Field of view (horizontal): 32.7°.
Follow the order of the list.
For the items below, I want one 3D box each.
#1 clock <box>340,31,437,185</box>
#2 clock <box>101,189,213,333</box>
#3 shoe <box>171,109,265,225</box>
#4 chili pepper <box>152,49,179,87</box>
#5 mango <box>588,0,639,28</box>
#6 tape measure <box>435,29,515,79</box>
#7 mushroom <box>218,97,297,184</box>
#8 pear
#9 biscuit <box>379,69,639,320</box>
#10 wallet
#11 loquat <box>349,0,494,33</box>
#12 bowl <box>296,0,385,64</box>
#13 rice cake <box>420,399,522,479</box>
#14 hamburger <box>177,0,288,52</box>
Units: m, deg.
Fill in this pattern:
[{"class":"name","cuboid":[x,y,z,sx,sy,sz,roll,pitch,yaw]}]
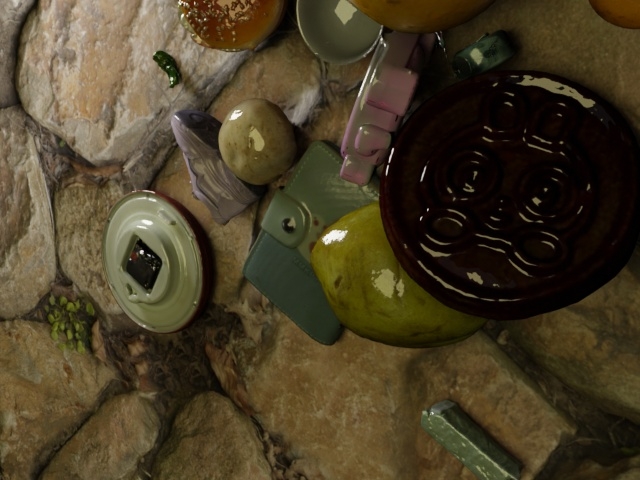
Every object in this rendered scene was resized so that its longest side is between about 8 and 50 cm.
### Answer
[{"class":"clock","cuboid":[0.107,-0.229,1.820,0.090,0.227,0.247,22,130,2]},{"class":"clock","cuboid":[-0.361,0.048,2.336,0.319,0.080,0.318,10,107,35]},{"class":"shoe","cuboid":[-0.224,-0.146,2.173,0.245,0.095,0.137,49,123,10]},{"class":"chili pepper","cuboid":[-0.314,-0.355,2.235,0.091,0.034,0.030,58,161,10]},{"class":"mango","cuboid":[0.490,-0.382,1.564,0.219,0.112,0.144,-6,98,26]},{"class":"tape measure","cuboid":[0.238,-0.349,1.766,0.107,0.104,0.179,-27,80,24]},{"class":"mushroom","cuboid":[-0.114,-0.185,2.056,0.166,0.127,0.166,17,112,47]},{"class":"pear","cuboid":[0.143,0.058,1.832,0.321,0.269,0.269,20,115,8]},{"class":"biscuit","cuboid":[0.288,-0.080,1.659,0.408,0.091,0.407,-4,70,12]},{"class":"wallet","cuboid":[0.000,0.000,2.050,0.252,0.083,0.360,38,120,18]},{"class":"loquat","cuboid":[0.145,-0.477,1.645,0.328,0.360,0.328,-3,85,46]},{"class":"bowl","cuboid":[0.056,-0.404,1.900,0.189,0.086,0.189,11,109,34]},{"class":"rice cake","cuboid":[0.271,0.366,1.941,0.206,0.069,0.063,40,120,20]},{"class":"hamburger","cuboid":[-0.160,-0.456,2.014,0.237,0.147,0.236,9,107,32]}]
